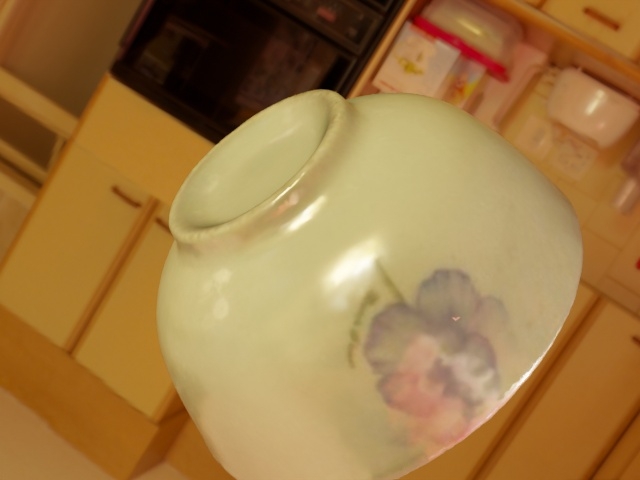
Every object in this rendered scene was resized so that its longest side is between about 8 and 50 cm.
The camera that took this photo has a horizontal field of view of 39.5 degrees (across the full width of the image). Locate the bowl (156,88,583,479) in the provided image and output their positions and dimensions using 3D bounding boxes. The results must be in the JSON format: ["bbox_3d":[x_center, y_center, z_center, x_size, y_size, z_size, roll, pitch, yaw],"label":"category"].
[{"bbox_3d":[0.000,0.000,0.561,0.146,0.289,0.289,51,178,-30],"label":"bowl"}]
